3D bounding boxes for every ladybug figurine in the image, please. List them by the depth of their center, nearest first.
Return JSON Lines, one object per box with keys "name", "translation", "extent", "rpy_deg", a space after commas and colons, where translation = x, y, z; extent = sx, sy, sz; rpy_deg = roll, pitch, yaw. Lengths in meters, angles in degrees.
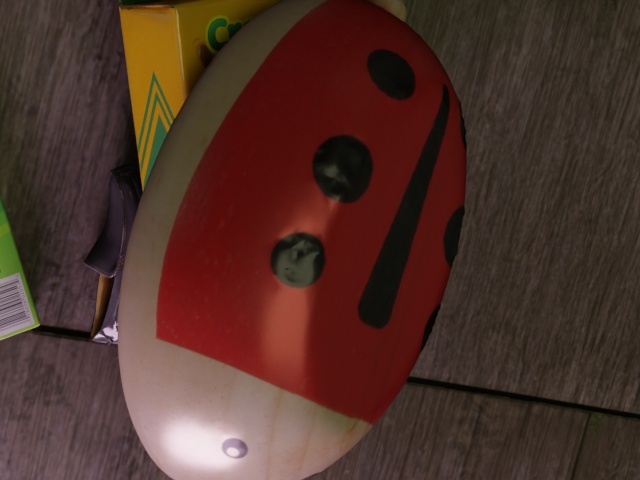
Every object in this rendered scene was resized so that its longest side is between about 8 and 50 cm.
{"name": "ladybug figurine", "translation": [0.000, 0.000, 1.123], "extent": [0.305, 0.162, 0.449], "rpy_deg": [24, 80, -46]}

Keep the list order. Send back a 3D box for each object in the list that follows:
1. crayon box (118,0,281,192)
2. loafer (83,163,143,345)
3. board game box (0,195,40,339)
{"name": "crayon box", "translation": [-0.068, -0.115, 1.208], "extent": [0.202, 0.081, 0.318], "rpy_deg": [-22, 112, -42]}
{"name": "loafer", "translation": [-0.182, 0.016, 1.228], "extent": [0.061, 0.062, 0.170], "rpy_deg": [-8, 104, -20]}
{"name": "board game box", "translation": [-0.333, -0.026, 1.154], "extent": [0.124, 0.039, 0.259], "rpy_deg": [-21, 113, -22]}
